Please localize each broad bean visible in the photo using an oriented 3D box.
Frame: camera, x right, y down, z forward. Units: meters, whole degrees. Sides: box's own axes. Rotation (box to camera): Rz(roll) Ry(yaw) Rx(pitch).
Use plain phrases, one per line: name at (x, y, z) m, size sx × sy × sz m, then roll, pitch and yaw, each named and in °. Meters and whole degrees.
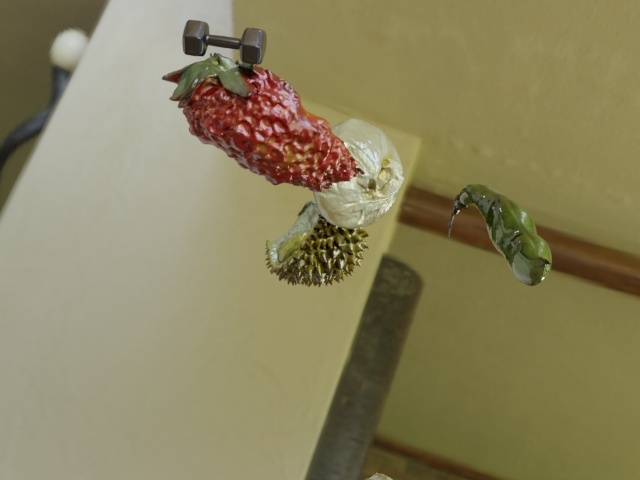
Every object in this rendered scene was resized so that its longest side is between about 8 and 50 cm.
broad bean at (0.240, -0.013, 1.555) m, size 0.056 × 0.098 × 0.318 m, roll -1°, pitch 13°, yaw -12°

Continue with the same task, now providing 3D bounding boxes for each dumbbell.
dumbbell at (-0.096, -0.198, 1.169) m, size 0.083 × 0.040 × 0.036 m, roll 9°, pitch -21°, yaw 5°

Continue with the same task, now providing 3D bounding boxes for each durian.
durian at (0.000, 0.000, 2.432) m, size 0.172 × 0.167 × 0.306 m, roll 5°, pitch -35°, yaw -24°

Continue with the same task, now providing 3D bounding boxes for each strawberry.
strawberry at (-0.065, -0.121, 1.344) m, size 0.174 × 0.098 × 0.228 m, roll 27°, pitch -8°, yaw 47°

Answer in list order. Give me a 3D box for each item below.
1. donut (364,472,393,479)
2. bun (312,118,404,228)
donut at (0.045, 0.350, 1.349) m, size 0.068 × 0.175 × 0.174 m, roll 36°, pitch -24°, yaw -5°
bun at (0.080, -0.119, 2.137) m, size 0.127 × 0.222 × 0.222 m, roll 3°, pitch -28°, yaw 32°
